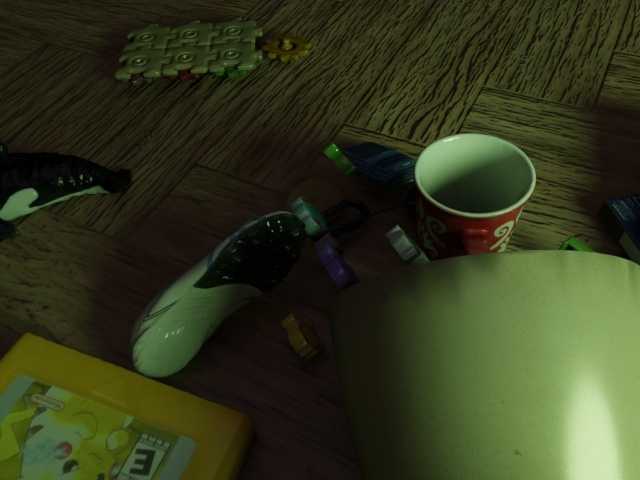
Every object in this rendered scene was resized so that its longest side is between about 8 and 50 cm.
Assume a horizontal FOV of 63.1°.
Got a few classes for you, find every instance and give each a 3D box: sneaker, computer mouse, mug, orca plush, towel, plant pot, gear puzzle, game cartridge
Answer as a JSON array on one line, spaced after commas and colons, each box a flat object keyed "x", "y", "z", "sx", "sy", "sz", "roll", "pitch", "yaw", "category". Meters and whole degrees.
[{"x": -0.117, "y": 0.048, "z": 0.572, "sx": 0.237, "sy": 0.085, "sz": 0.086, "roll": -42, "pitch": 34, "yaw": -1, "category": "sneaker"}, {"x": 0.103, "y": -0.033, "z": 0.668, "sx": 0.242, "sy": 0.041, "sz": 0.071, "roll": -12, "pitch": 51, "yaw": -1, "category": "computer mouse"}, {"x": 0.144, "y": -0.003, "z": 0.557, "sx": 0.113, "sy": 0.169, "sz": 0.150, "roll": 24, "pitch": 59, "yaw": 22, "category": "mug"}, {"x": -0.426, "y": -0.086, "z": 0.729, "sx": 0.288, "sy": 0.102, "sz": 0.151, "roll": 2, "pitch": 53, "yaw": 8, "category": "orca plush"}, {"x": 0.081, "y": -0.105, "z": 0.708, "sx": 0.067, "sy": 0.029, "sz": 0.119, "roll": -24, "pitch": 33, "yaw": -20, "category": "towel"}, {"x": 0.139, "y": 0.180, "z": 0.394, "sx": 0.257, "sy": 0.256, "sz": 0.273, "roll": -4, "pitch": 67, "yaw": 3, "category": "plant pot"}, {"x": -0.186, "y": -0.339, "z": 0.942, "sx": 0.340, "sy": 0.044, "sz": 0.175, "roll": -4, "pitch": 50, "yaw": 0, "category": "gear puzzle"}, {"x": -0.251, "y": 0.256, "z": 0.448, "sx": 0.286, "sy": 0.052, "sz": 0.323, "roll": 15, "pitch": 48, "yaw": 14, "category": "game cartridge"}]

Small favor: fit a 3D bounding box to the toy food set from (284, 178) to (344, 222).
[{"x": -0.010, "y": -0.050, "z": 0.706, "sx": 0.083, "sy": 0.020, "sz": 0.082, "roll": 33, "pitch": 63, "yaw": 27, "category": "toy food set"}]

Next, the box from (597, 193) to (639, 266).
[{"x": 0.468, "y": -0.011, "z": 0.610, "sx": 0.226, "sy": 0.036, "sz": 0.136, "roll": -12, "pitch": 52, "yaw": -3, "category": "box"}]

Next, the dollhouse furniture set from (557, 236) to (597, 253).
[{"x": 0.239, "y": 0.058, "z": 0.554, "sx": 0.152, "sy": 0.076, "sz": 0.058, "roll": -29, "pitch": 58, "yaw": -26, "category": "dollhouse furniture set"}]

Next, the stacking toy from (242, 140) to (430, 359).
[{"x": 0.000, "y": 0.000, "z": 0.600, "sx": 0.167, "sy": 0.052, "sz": 0.221, "roll": -41, "pitch": 53, "yaw": 12, "category": "stacking toy"}]
